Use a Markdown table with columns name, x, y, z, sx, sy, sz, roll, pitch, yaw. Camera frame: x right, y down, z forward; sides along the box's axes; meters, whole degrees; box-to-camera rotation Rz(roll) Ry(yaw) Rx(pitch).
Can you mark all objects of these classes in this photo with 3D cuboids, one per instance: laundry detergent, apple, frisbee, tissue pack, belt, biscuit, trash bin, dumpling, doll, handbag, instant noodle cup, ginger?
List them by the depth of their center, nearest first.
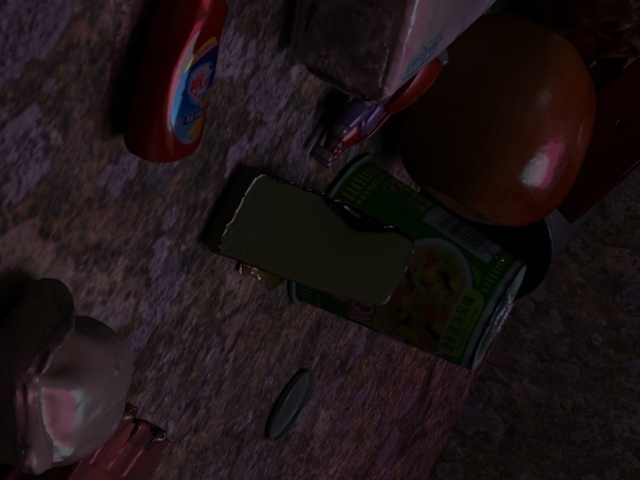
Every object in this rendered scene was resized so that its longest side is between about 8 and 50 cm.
| name | x | y | z | sx | sy | sz | roll | pitch | yaw |
| --- | --- | --- | --- | --- | --- | --- | --- | --- | --- |
| dumpling | -0.192 | 0.095 | 0.901 | 0.199 | 0.118 | 0.136 | -126 | -134 | -77 |
| laundry detergent | -0.095 | -0.141 | 0.916 | 0.097 | 0.049 | 0.165 | -48 | 159 | -60 |
| handbag | -0.209 | 0.212 | 1.122 | 0.157 | 0.059 | 0.212 | -58 | 165 | -9 |
| tissue pack | 0.091 | -0.269 | 1.153 | 0.271 | 0.124 | 0.201 | -45 | 153 | -45 |
| biscuit | 0.000 | 0.000 | 1.302 | 0.322 | 0.038 | 0.099 | 20 | 101 | -56 |
| doll | 0.073 | -0.169 | 1.342 | 0.227 | 0.075 | 0.102 | -51 | 178 | -4 |
| ginger | -0.041 | 0.018 | 1.358 | 0.137 | 0.044 | 0.057 | -34 | 131 | -61 |
| instant noodle cup | 0.114 | 0.035 | 1.516 | 0.207 | 0.232 | 0.207 | -55 | 163 | -26 |
| apple | 0.224 | -0.145 | 1.565 | 0.241 | 0.242 | 0.242 | -62 | 164 | -2 |
| belt | 0.424 | -0.162 | 1.741 | 0.324 | 0.115 | 0.227 | -39 | 173 | -20 |
| frisbee | -0.041 | 0.225 | 1.745 | 0.110 | 0.014 | 0.110 | -53 | 161 | -28 |
| trash bin | 0.291 | -0.057 | 1.941 | 0.262 | 0.217 | 0.277 | -43 | 148 | -50 |

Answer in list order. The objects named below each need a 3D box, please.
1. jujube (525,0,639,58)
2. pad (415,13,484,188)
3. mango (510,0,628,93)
| name | x | y | z | sx | sy | sz | roll | pitch | yaw |
| --- | --- | --- | --- | --- | --- | --- | --- | --- | --- |
| jujube | 0.371 | -0.395 | 1.546 | 0.276 | 0.276 | 0.377 | -49 | 163 | -39 |
| pad | 0.176 | -0.189 | 1.756 | 0.158 | 0.003 | 0.235 | -54 | 162 | -25 |
| mango | 0.340 | -0.291 | 1.801 | 0.236 | 0.166 | 0.136 | -53 | 155 | 18 |
